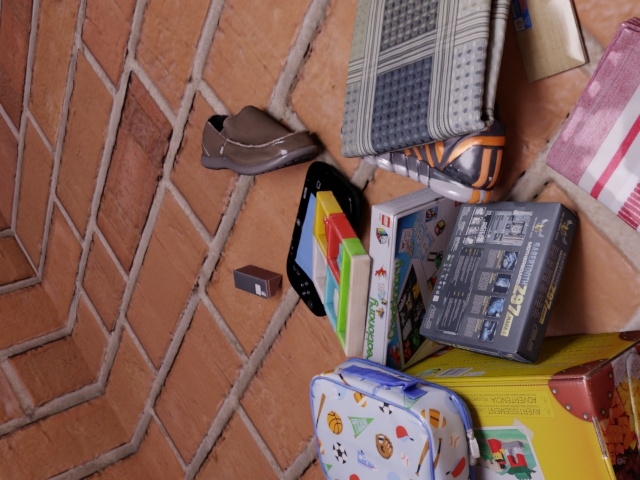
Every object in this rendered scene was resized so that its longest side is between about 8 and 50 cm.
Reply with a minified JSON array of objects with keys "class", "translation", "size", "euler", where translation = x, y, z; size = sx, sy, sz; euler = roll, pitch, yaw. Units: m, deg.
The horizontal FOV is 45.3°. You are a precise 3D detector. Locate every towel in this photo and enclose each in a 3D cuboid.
[{"class":"towel","translation":[0.154,-0.294,1.161],"size":[0.312,0.056,0.324],"euler":[-6,75,54]},{"class":"towel","translation":[0.458,-0.098,0.968],"size":[0.329,0.037,0.237],"euler":[45,137,29]}]

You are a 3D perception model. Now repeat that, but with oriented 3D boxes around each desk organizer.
[{"class":"desk organizer","translation":[-0.144,0.094,1.778],"size":[0.130,0.050,0.047],"euler":[14,116,47]}]

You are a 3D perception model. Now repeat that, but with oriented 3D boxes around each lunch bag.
[{"class":"lunch bag","translation":[0.113,0.312,1.194],"size":[0.303,0.115,0.243],"euler":[8,108,51]}]

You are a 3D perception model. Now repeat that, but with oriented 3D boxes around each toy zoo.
[{"class":"toy zoo","translation":[0.026,0.041,1.355],"size":[0.293,0.030,0.192],"euler":[-116,25,-57]}]

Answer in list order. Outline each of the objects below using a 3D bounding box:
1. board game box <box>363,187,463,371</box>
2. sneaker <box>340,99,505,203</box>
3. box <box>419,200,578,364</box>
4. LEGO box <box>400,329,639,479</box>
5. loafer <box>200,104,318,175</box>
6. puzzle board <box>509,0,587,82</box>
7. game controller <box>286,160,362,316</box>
[{"class":"board game box","translation":[0.160,0.065,1.275],"size":[0.053,0.193,0.305],"euler":[27,125,42]},{"class":"sneaker","translation":[0.170,-0.192,1.233],"size":[0.321,0.125,0.180],"euler":[28,116,39]},{"class":"box","translation":[0.265,0.055,1.149],"size":[0.183,0.059,0.232],"euler":[4,70,51]},{"class":"LEGO box","translation":[0.316,0.360,1.210],"size":[0.500,0.193,0.372],"euler":[-16,93,53]},{"class":"loafer","translation":[-0.149,-0.211,1.583],"size":[0.366,0.134,0.130],"euler":[8,112,49]},{"class":"puzzle board","translation":[0.317,-0.297,1.075],"size":[0.096,0.011,0.128],"euler":[-11,96,53]},{"class":"game controller","translation":[0.000,0.000,1.548],"size":[0.166,0.067,0.319],"euler":[41,133,32]}]
